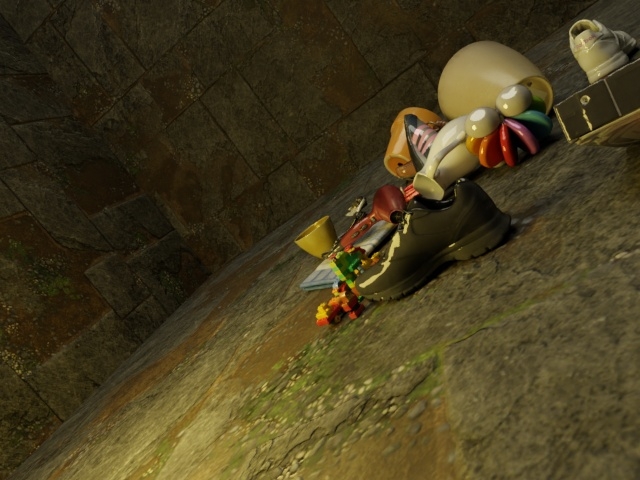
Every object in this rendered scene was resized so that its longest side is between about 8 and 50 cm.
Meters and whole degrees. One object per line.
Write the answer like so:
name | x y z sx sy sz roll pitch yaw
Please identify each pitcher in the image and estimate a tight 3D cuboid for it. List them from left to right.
pitcher | 0.314 -0.207 1.208 0.207 0.126 0.177 -50 -14 -6

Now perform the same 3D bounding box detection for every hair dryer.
hair dryer | 0.130 -0.042 1.275 0.223 0.080 0.294 -61 16 -23

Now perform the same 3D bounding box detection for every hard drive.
hard drive | 0.489 -0.212 0.600 0.237 0.064 0.339 -8 -15 -44

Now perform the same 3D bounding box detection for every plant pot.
plant pot | 0.000 0.000 1.594 0.134 0.095 0.134 -36 8 6
plant pot | 0.317 -0.320 1.760 0.187 0.205 0.205 -58 17 -23
plant pot | 0.486 -0.391 1.354 0.257 0.256 0.274 -36 24 6

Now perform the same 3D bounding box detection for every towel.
towel | 0.087 0.029 1.315 0.285 0.034 0.209 -44 13 -29

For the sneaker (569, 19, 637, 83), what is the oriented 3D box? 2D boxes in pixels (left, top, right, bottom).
sneaker | 0.697 -0.497 1.266 0.114 0.152 0.305 -33 8 39

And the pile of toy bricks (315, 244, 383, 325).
pile of toy bricks | 0.057 0.065 1.002 0.118 0.105 0.212 -28 13 47

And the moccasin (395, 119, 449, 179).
moccasin | 0.390 -0.324 1.579 0.380 0.147 0.139 -36 9 9

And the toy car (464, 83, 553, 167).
toy car | 0.412 -0.227 1.093 0.182 0.159 0.136 -34 44 15

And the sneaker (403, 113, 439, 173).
sneaker | 0.317 -0.261 1.426 0.131 0.112 0.318 -15 45 6

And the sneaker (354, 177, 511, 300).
sneaker | 0.165 -0.002 0.859 0.286 0.130 0.109 -35 11 24

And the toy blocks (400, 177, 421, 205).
toy blocks | 0.254 -0.132 1.421 0.148 0.054 0.123 -34 9 19
